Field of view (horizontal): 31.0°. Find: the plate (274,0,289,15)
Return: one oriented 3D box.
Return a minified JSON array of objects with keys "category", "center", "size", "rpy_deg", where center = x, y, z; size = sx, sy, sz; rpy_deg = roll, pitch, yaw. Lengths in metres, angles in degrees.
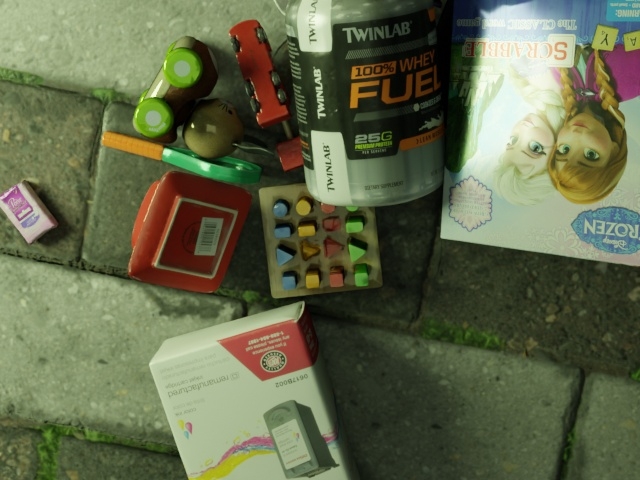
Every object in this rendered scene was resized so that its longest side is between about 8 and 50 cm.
[{"category":"plate","center":[0.015,-0.482,1.554],"size":[0.278,0.045,0.277],"rpy_deg":[-26,98,5]}]

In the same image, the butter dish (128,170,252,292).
[{"category":"butter dish","center":[-0.200,-0.023,1.607],"size":[0.160,0.118,0.160],"rpy_deg":[14,100,-41]}]

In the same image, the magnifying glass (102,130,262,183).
[{"category":"magnifying glass","center":[-0.193,-0.117,1.608],"size":[0.231,0.092,0.026],"rpy_deg":[13,103,10]}]

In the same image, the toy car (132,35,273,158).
[{"category":"toy car","center":[-0.145,-0.172,1.564],"size":[0.188,0.155,0.149],"rpy_deg":[30,99,-12]}]

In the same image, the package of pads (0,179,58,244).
[{"category":"package of pads","center":[-0.418,-0.041,1.648],"size":[0.050,0.032,0.083],"rpy_deg":[-36,96,4]}]

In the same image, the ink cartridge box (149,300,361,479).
[{"category":"ink cartridge box","center":[-0.085,0.267,1.638],"size":[0.226,0.131,0.306],"rpy_deg":[-17,97,5]}]

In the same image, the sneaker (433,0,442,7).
[{"category":"sneaker","center":[0.173,-0.413,1.475],"size":[0.083,0.098,0.223],"rpy_deg":[2,123,-13]}]

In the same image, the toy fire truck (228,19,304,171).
[{"category":"toy fire truck","center":[-0.065,-0.196,1.574],"size":[0.047,0.135,0.192],"rpy_deg":[-19,84,6]}]

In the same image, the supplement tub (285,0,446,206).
[{"category":"supplement tub","center":[0.059,-0.216,1.499],"size":[0.193,0.193,0.316],"rpy_deg":[-7,109,3]}]

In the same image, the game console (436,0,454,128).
[{"category":"game console","center":[0.331,-0.271,1.504],"size":[0.342,0.060,0.386],"rpy_deg":[27,116,12]}]

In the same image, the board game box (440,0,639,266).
[{"category":"board game box","center":[0.302,-0.140,1.411],"size":[0.319,0.066,0.318],"rpy_deg":[8,100,38]}]

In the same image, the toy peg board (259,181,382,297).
[{"category":"toy peg board","center":[0.000,0.000,1.616],"size":[0.161,0.079,0.161],"rpy_deg":[-6,99,3]}]
